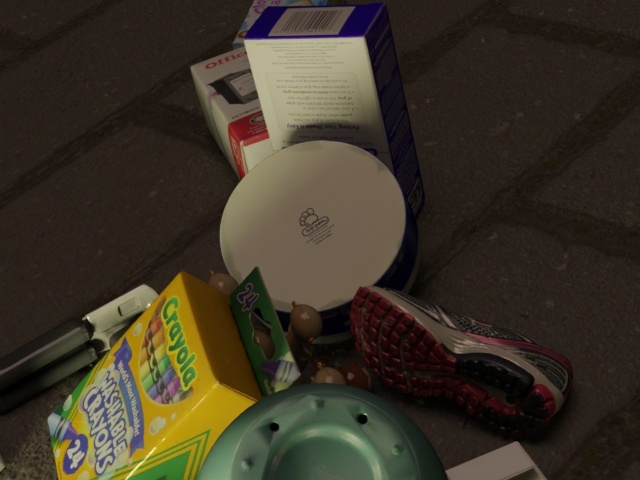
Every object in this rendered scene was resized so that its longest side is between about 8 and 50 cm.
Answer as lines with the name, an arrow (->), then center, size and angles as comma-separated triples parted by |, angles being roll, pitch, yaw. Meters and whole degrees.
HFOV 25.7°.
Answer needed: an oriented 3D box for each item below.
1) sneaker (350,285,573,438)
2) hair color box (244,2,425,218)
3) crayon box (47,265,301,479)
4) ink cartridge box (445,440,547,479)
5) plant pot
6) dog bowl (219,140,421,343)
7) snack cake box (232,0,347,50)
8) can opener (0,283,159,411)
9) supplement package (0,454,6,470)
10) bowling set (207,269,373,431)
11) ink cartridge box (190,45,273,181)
sneaker -> 0.168, 0.141, 1.742 | 0.299, 0.121, 0.112 | 28, 38, 23
hair color box -> 0.026, -0.170, 2.022 | 0.185, 0.339, 0.110 | 3, 37, 23
crayon box -> -0.180, 0.183, 1.620 | 0.323, 0.083, 0.203 | -46, 37, 17
ink cartridge box -> 0.197, 0.292, 1.495 | 0.092, 0.143, 0.090 | -21, 36, -10
plant pot -> 0.001, 0.277, 1.410 | 0.292, 0.235, 0.293 | 0, 63, 0
dog bowl -> 0.000, 0.000, 1.910 | 0.264, 0.104, 0.265 | -6, 63, 12
snack cake box -> -0.052, -0.396, 2.580 | 0.152, 0.089, 0.264 | -2, 37, 16
can opener -> -0.333, 0.149, 1.938 | 0.280, 0.074, 0.093 | -26, 38, -16
supplement package -> -0.586, 0.245, 1.804 | 0.292, 0.178, 0.175 | 15, 44, 34
bowling set -> -0.025, 0.150, 1.723 | 0.199, 0.154, 0.287 | -13, 58, -23
ink cartridge box -> -0.062, -0.210, 2.292 | 0.226, 0.131, 0.306 | -21, 37, -10
